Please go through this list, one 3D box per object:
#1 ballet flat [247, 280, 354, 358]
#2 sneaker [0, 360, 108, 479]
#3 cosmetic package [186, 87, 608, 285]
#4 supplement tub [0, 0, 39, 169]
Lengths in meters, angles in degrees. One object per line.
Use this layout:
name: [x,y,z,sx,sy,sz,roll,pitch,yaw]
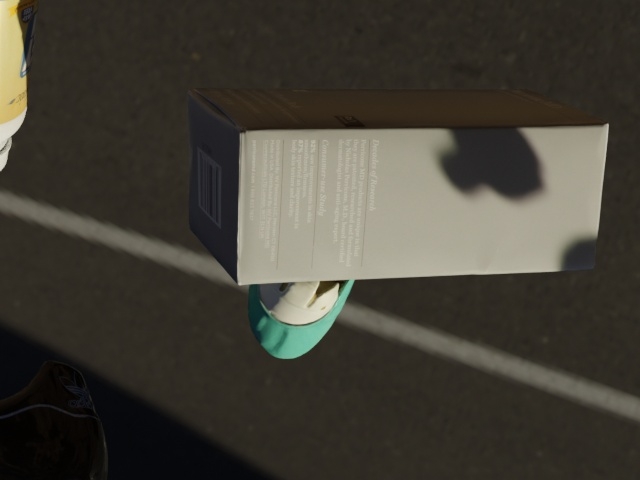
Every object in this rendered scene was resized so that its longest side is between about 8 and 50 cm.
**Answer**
ballet flat: [0.000,0.000,1.263,0.083,0.087,0.247,28,111,1]
sneaker: [-0.210,0.136,0.812,0.232,0.090,0.081,-20,150,16]
cosmetic package: [0.046,-0.038,0.978,0.238,0.107,0.127,-5,-163,-19]
supplement tub: [-0.310,-0.162,1.302,0.144,0.144,0.200,19,119,12]
